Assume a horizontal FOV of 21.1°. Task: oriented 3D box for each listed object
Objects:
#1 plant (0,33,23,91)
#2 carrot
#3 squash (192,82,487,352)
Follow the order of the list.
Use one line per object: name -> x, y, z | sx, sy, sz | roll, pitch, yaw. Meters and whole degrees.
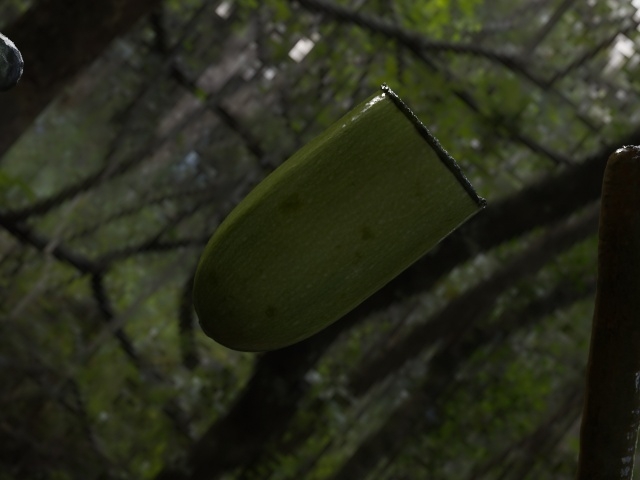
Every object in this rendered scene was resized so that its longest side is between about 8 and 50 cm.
plant -> -0.378, -0.215, 1.490 | 0.146, 0.149, 0.274 | -5, -49, 47
carrot -> 0.252, 0.091, 1.423 | 0.070, 0.342, 0.070 | 5, 9, -1
squash -> 0.000, 0.000, 1.383 | 0.132, 0.247, 0.132 | 50, 5, -6
